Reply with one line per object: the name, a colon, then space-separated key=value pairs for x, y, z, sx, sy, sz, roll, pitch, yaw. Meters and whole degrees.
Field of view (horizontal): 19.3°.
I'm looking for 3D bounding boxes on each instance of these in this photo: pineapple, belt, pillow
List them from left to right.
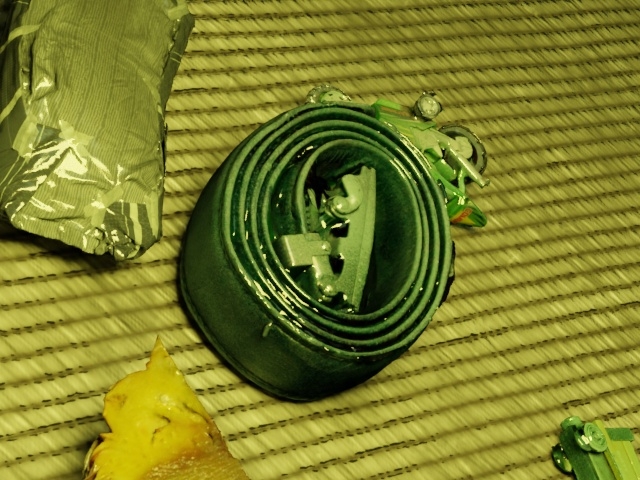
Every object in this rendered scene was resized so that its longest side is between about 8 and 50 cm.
pillow: x=-0.184 y=-0.126 z=1.504 sx=0.161 sy=0.092 sz=0.335 roll=25 pitch=44 yaw=-25
pineapple: x=-0.105 y=0.223 z=1.294 sx=0.164 sy=0.140 sz=0.250 roll=-33 pitch=57 yaw=-6
belt: x=0.000 y=0.000 z=1.517 sx=0.206 sy=0.116 sz=0.267 roll=33 pitch=49 yaw=-13

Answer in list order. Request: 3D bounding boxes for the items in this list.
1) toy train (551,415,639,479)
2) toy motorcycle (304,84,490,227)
toy train: x=0.246 y=0.203 z=1.588 sx=0.081 sy=0.050 sz=0.122 roll=4 pitch=54 yaw=-39
toy motorcycle: x=0.069 y=-0.075 z=1.668 sx=0.190 sy=0.074 sz=0.106 roll=16 pitch=58 yaw=-27
